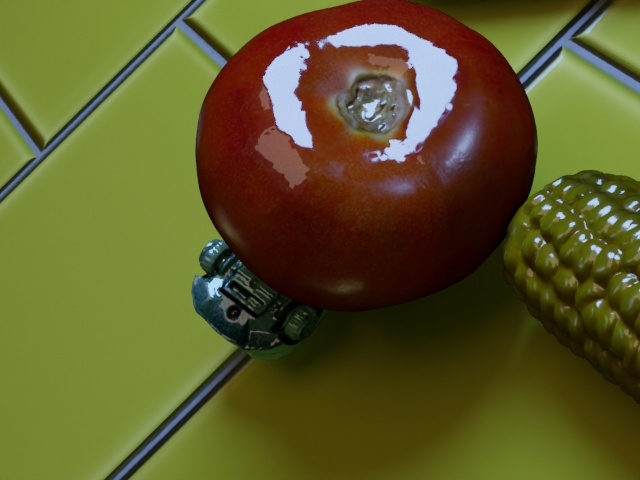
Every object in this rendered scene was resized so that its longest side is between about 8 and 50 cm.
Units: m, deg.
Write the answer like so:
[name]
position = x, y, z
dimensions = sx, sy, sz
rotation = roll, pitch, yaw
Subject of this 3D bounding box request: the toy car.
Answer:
[toy car]
position = 0.000, 0.000, 0.781
dimensions = 0.093, 0.058, 0.186
rotation = 35, 69, 22

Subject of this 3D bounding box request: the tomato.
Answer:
[tomato]
position = 0.025, -0.048, 0.696
dimensions = 0.195, 0.136, 0.195
rotation = 0, 62, 1

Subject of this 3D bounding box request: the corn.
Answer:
[corn]
position = 0.229, 0.064, 0.551
dimensions = 0.120, 0.120, 0.363
rotation = -51, 43, -6
